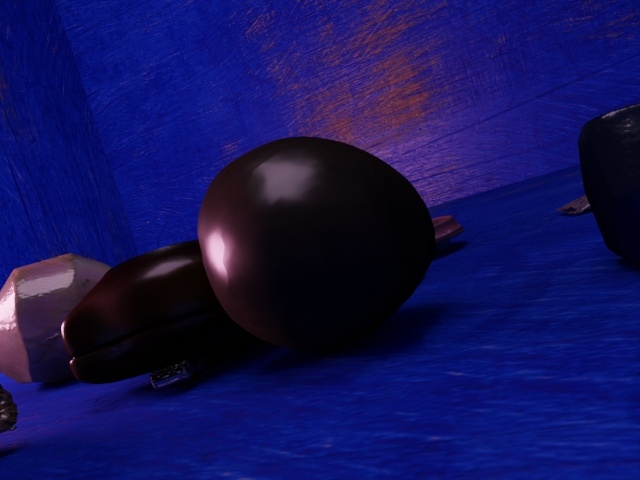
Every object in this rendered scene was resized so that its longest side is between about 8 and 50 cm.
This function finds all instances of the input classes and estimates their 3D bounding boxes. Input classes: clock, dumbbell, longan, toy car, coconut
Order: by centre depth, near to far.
[{"bbox_3d":[0.408,-0.086,0.546,0.325,0.159,0.144,-16,-28,11],"label":"dumbbell"},{"bbox_3d":[0.000,0.000,0.621,0.246,0.215,0.246,4,41,-3],"label":"longan"},{"bbox_3d":[-0.152,0.143,0.671,0.041,0.025,0.093,-19,-7,5],"label":"toy car"},{"bbox_3d":[-0.436,0.129,1.005,0.237,0.197,0.237,-12,5,1],"label":"coconut"},{"bbox_3d":[0.144,0.012,1.137,0.245,0.056,0.244,-17,4,1],"label":"clock"}]

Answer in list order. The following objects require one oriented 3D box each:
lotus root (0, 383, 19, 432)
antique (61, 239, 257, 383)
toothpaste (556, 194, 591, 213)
[{"bbox_3d":[-0.464,0.183,0.611,0.314,0.141,0.169,-17,6,8],"label":"lotus root"},{"bbox_3d":[-0.164,0.080,0.745,0.278,0.129,0.223,-17,-9,-12],"label":"antique"},{"bbox_3d":[0.541,-0.101,1.054,0.266,0.061,0.096,-24,3,5],"label":"toothpaste"}]
